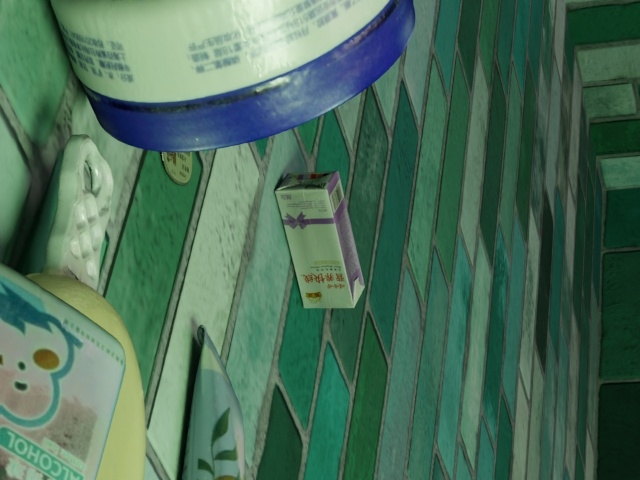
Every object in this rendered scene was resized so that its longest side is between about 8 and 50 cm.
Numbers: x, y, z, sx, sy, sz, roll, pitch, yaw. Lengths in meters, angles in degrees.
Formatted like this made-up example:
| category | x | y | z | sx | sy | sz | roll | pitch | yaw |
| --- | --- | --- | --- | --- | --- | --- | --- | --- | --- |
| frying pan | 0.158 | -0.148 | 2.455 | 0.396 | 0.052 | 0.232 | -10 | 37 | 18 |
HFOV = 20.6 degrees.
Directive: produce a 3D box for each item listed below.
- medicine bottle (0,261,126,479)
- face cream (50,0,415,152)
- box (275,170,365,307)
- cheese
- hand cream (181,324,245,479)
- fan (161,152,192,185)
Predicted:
| category | x | y | z | sx | sy | sz | roll | pitch | yaw |
| --- | --- | --- | --- | --- | --- | --- | --- | --- | --- |
| medicine bottle | -0.163 | 0.105 | 0.724 | 0.119 | 0.094 | 0.188 | 35 | 46 | -28 |
| face cream | -0.054 | -0.150 | 1.033 | 0.206 | 0.206 | 0.111 | -71 | 150 | -54 |
| box | 0.000 | 0.000 | 1.464 | 0.036 | 0.050 | 0.117 | -59 | 143 | -53 |
| cheese | -0.134 | 0.072 | 0.938 | 0.249 | 0.070 | 0.163 | -76 | 156 | -50 |
| hand cream | -0.075 | 0.183 | 1.171 | 0.088 | 0.055 | 0.256 | 65 | 19 | -52 |
| fan | -0.101 | -0.075 | 1.212 | 0.060 | 0.003 | 0.080 | -52 | 135 | -69 |
